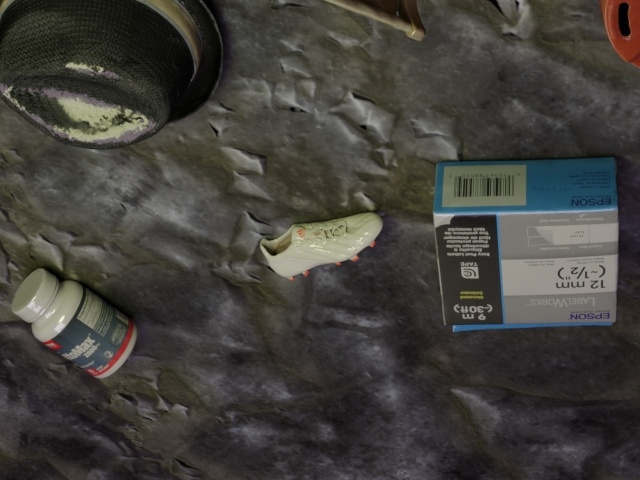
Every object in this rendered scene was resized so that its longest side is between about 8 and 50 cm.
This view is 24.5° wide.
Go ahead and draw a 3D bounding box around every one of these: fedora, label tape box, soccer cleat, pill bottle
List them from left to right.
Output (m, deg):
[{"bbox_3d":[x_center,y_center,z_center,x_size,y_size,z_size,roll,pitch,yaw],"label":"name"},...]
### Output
[{"bbox_3d":[-0.381,0.124,2.273,0.108,0.108,0.180,-32,124,33],"label":"pill bottle"},{"bbox_3d":[-0.294,-0.220,1.875,0.333,0.153,0.334,3,136,3],"label":"fedora"},{"bbox_3d":[0.000,0.000,2.130,0.196,0.068,0.076,-23,126,31],"label":"soccer cleat"},{"bbox_3d":[0.297,0.043,2.103,0.249,0.115,0.348,-2,134,9],"label":"label tape box"}]

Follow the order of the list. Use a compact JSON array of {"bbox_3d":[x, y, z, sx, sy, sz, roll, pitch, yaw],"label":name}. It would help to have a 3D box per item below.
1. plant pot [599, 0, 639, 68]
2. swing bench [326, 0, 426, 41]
[{"bbox_3d":[0.401,-0.326,1.600,0.272,0.265,0.272,4,136,4],"label":"plant pot"},{"bbox_3d":[0.076,-0.379,1.616,0.253,0.165,0.254,15,142,-37],"label":"swing bench"}]
